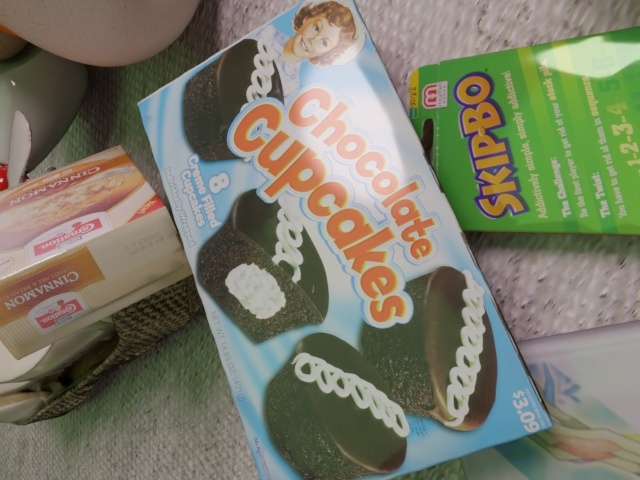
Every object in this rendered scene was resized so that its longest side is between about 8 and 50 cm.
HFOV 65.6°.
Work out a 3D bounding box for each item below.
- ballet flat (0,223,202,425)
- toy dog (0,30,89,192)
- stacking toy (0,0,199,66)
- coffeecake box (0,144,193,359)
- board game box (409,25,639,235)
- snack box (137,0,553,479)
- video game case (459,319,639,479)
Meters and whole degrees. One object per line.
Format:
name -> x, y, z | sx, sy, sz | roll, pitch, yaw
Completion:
ballet flat -> -0.331, 0.128, 0.594 | 0.483, 0.182, 0.164 | -33, 87, 33
toy dog -> -0.305, -0.126, 0.579 | 0.161, 0.220, 0.333 | -9, 96, 4
stacking toy -> -0.373, -0.316, 0.437 | 0.480, 0.351, 0.350 | 1, 94, 21
coffeecake box -> -0.211, -0.005, 0.432 | 0.185, 0.142, 0.068 | 39, 150, 50
board game box -> 0.179, -0.065, 0.312 | 0.260, 0.039, 0.124 | 2, 94, 33
snack box -> 0.000, 0.000, 0.358 | 0.187, 0.060, 0.321 | -26, 76, 15
video game case -> 0.256, 0.186, 0.276 | 0.329, 0.036, 0.299 | -21, 81, 35
